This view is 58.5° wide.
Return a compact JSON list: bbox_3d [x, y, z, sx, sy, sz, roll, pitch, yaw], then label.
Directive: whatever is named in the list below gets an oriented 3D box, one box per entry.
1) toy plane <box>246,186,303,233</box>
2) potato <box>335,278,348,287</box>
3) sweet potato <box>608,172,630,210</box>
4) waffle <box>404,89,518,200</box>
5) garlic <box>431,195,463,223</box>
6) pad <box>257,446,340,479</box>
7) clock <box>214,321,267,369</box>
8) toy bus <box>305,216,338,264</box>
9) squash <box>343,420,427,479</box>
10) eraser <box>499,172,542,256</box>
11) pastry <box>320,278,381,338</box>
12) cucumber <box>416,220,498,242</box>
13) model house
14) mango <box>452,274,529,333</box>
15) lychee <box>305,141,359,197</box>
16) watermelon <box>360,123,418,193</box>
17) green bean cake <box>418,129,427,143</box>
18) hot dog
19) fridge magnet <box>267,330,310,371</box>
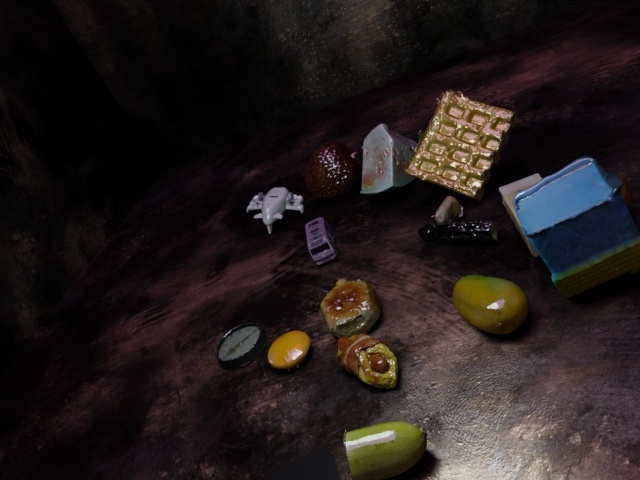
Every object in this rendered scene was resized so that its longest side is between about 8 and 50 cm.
[{"bbox_3d":[-0.205,-0.151,2.571,0.267,0.122,0.266,-5,36,4],"label":"toy plane"},{"bbox_3d":[0.077,0.158,1.895,0.051,0.040,0.083,-16,31,4],"label":"potato"},{"bbox_3d":[0.816,-0.085,1.585,0.097,0.097,0.291,-13,36,26],"label":"sweet potato"},{"bbox_3d":[0.499,-0.343,2.044,0.304,0.077,0.348,28,91,32],"label":"waffle"},{"bbox_3d":[0.426,-0.087,1.948,0.152,0.084,0.066,-46,11,-32],"label":"garlic"},{"bbox_3d":[-0.077,0.601,1.340,0.267,0.004,0.181,-28,28,2],"label":"pad"},{"bbox_3d":[-0.265,0.345,1.890,0.185,0.040,0.184,-22,29,13],"label":"clock"},{"bbox_3d":[0.000,0.000,2.152,0.096,0.108,0.199,-24,28,8],"label":"toy bus"},{"bbox_3d":[0.147,0.458,1.263,0.187,0.123,0.123,-20,29,8],"label":"squash"},{"bbox_3d":[0.658,-0.087,1.743,0.144,0.078,0.343,-21,28,13],"label":"eraser"},{"bbox_3d":[0.095,0.209,1.739,0.182,0.093,0.192,-27,32,1],"label":"pastry"},{"bbox_3d":[0.433,-0.025,1.854,0.300,0.072,0.072,-1,38,43],"label":"cucumber"},{"bbox_3d":[0.652,-0.010,1.405,0.237,0.303,0.215,-30,19,21],"label":"model house"},{"bbox_3d":[0.435,0.156,1.501,0.156,0.114,0.251,-42,31,-9],"label":"mango"},{"bbox_3d":[0.053,-0.302,2.485,0.271,0.236,0.236,-40,23,23],"label":"lychee"},{"bbox_3d":[0.272,-0.348,2.328,0.228,0.258,0.387,-4,33,34],"label":"watermelon"},{"bbox_3d":[0.519,-0.359,2.231,0.250,0.156,0.247,-18,31,17],"label":"green bean cake"},{"bbox_3d":[0.117,0.312,1.549,0.123,0.093,0.262,-42,31,-24],"label":"hot dog"},{"bbox_3d":[-0.094,0.334,1.733,0.143,0.063,0.143,-22,30,14],"label":"fridge magnet"}]
